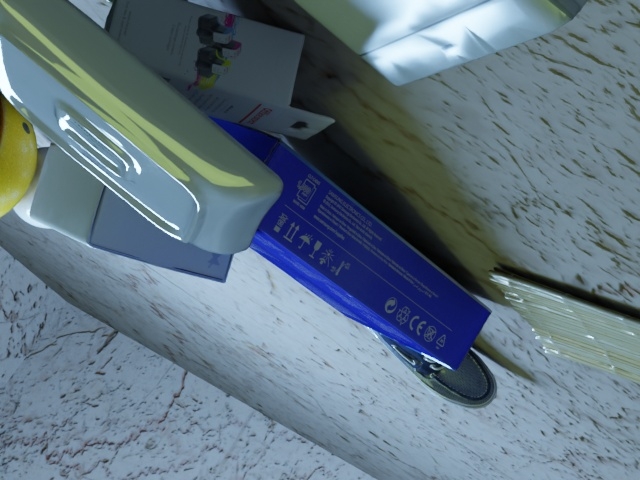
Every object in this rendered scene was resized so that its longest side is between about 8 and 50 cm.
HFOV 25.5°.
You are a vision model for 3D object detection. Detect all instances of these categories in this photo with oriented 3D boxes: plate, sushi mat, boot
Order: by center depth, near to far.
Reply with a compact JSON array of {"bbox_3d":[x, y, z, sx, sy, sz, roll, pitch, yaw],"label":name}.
[{"bbox_3d":[-0.161,-0.089,1.082,0.277,0.045,0.278,39,167,-1],"label":"plate"},{"bbox_3d":[0.288,0.103,1.199,0.316,0.019,0.151,21,160,48],"label":"sushi mat"},{"bbox_3d":[0.119,0.118,1.556,0.190,0.069,0.086,36,170,2],"label":"boot"}]

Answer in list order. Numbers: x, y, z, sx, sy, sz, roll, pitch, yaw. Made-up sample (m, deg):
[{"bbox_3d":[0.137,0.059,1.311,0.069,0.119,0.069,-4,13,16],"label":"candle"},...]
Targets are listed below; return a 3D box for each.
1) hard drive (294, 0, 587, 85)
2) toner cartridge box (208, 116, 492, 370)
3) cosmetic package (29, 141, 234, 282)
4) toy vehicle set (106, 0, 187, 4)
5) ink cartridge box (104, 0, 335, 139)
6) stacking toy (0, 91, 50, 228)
[{"bbox_3d":[-0.036,-0.225,0.780,0.353,0.047,0.233,39,166,-14],"label":"hard drive"},{"bbox_3d":[0.000,0.000,1.321,0.165,0.075,0.348,26,172,46],"label":"toner cartridge box"},{"bbox_3d":[-0.209,-0.041,1.576,0.160,0.113,0.309,17,178,-24],"label":"cosmetic package"},{"bbox_3d":[-0.165,-0.246,1.048,0.166,0.035,0.267,36,167,-4],"label":"toy vehicle set"},{"bbox_3d":[-0.079,-0.135,1.098,0.181,0.061,0.104,15,172,-14],"label":"ink cartridge box"},{"bbox_3d":[-0.507,-0.132,1.908,0.351,0.350,0.480,22,180,45],"label":"stacking toy"}]
